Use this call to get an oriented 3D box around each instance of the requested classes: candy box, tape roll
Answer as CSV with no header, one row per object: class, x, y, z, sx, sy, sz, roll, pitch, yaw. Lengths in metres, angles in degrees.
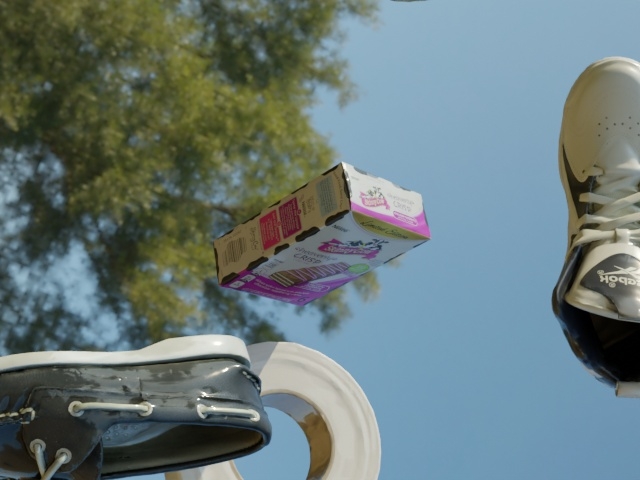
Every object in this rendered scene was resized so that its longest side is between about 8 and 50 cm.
candy box,0.000,0.000,1.330,0.233,0.159,0.071,-31,-122,34
tape roll,-0.066,0.285,1.409,0.100,0.286,0.286,134,-29,-62

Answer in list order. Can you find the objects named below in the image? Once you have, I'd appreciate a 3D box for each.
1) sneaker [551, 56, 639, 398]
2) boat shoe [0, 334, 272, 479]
sneaker,0.205,-0.002,0.704,0.153,0.094,0.235,-47,141,-74
boat shoe,-0.176,0.141,0.782,0.091,0.302,0.114,63,-31,30
